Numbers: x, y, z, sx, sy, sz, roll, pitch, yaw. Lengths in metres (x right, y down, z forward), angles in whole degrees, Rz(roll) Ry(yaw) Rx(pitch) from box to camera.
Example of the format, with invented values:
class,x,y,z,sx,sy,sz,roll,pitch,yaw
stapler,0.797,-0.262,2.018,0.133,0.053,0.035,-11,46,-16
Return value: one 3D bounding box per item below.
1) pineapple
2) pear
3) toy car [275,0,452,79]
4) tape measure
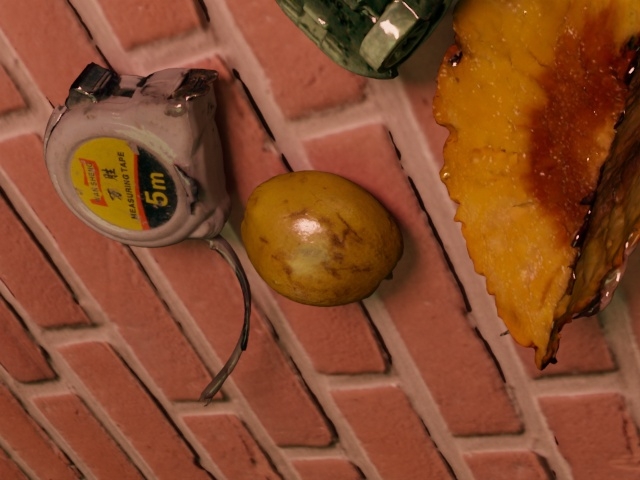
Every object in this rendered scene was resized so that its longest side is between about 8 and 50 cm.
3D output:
class,x,y,z,sx,sy,sz,roll,pitch,yaw
pineapple,0.166,-0.106,0.589,0.161,0.158,0.334,41,144,43
pear,0.000,0.000,0.750,0.131,0.107,0.107,30,134,0
toy car,0.054,-0.216,0.518,0.136,0.125,0.306,45,156,6
tape measure,-0.138,-0.001,0.817,0.164,0.084,0.330,11,132,16
